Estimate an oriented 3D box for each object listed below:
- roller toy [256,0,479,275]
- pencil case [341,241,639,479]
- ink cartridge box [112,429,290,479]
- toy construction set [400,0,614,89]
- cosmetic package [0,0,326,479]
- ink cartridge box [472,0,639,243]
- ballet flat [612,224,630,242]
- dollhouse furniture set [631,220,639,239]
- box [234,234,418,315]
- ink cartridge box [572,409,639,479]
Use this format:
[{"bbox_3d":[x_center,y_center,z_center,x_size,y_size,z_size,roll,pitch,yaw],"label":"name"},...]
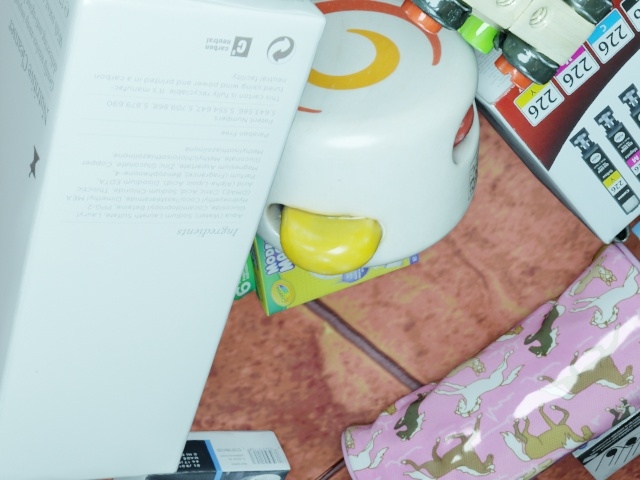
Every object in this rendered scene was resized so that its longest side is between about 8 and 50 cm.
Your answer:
[{"bbox_3d":[0.025,-0.078,0.831,0.191,0.209,0.146,-24,136,-17],"label":"roller toy"},{"bbox_3d":[0.202,0.169,1.164,0.386,0.160,0.167,-37,168,6],"label":"pencil case"},{"bbox_3d":[-0.168,0.340,1.190,0.165,0.065,0.332,4,127,-32],"label":"ink cartridge box"},{"bbox_3d":[0.086,-0.221,0.744,0.328,0.215,0.151,3,129,-36],"label":"toy construction set"},{"bbox_3d":[-0.153,-0.037,0.761,0.156,0.217,0.385,2,125,-30],"label":"cosmetic package"},{"bbox_3d":[0.295,-0.164,0.927,0.309,0.130,0.272,-43,128,8],"label":"ink cartridge box"},{"bbox_3d":[0.275,-0.063,1.087,0.057,0.049,0.173,-35,135,3],"label":"ballet flat"},{"bbox_3d":[0.500,0.051,1.076,0.198,0.286,0.303,-45,146,12],"label":"dollhouse furniture set"},{"bbox_3d":[0.000,0.000,0.998,0.179,0.043,0.105,-18,134,-12],"label":"box"},{"bbox_3d":[0.413,0.218,1.411,0.207,0.046,0.097,-39,136,6],"label":"ink cartridge box"}]
